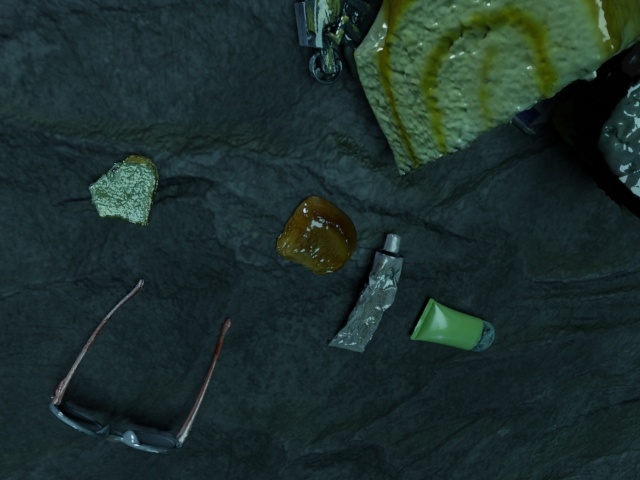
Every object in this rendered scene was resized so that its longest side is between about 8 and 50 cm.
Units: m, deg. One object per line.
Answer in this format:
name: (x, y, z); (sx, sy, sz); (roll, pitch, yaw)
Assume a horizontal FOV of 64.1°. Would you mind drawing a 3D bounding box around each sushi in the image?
sushi: (0.553, -0.216, 0.850); (0.329, 0.285, 0.327); (25, 106, -11)

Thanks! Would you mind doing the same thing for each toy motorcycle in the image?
toy motorcycle: (0.024, -0.328, 0.740); (0.124, 0.061, 0.193); (-22, 118, -17)

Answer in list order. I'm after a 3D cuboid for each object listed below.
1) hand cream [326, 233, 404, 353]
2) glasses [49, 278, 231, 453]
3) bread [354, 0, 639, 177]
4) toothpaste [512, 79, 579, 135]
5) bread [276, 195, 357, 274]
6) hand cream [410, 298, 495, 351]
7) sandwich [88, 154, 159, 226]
hand cream: (0.096, 0.105, 0.953); (0.084, 0.050, 0.256); (13, 110, -26)
glasses: (-0.293, 0.218, 0.875); (0.234, 0.118, 0.268); (31, 79, -25)
bread: (0.200, -0.277, 0.694); (0.239, 0.395, 0.264); (-41, 99, -33)
toothpaste: (0.430, -0.319, 0.884); (0.099, 0.068, 0.282); (39, 107, 2)
bread: (0.000, 0.000, 0.878); (0.129, 0.044, 0.126); (31, 101, -30)
hand cream: (0.275, 0.180, 1.045); (0.175, 0.046, 0.095); (18, 106, -17)
sandwich: (-0.288, -0.079, 0.751); (0.093, 0.035, 0.104); (15, 105, -22)
